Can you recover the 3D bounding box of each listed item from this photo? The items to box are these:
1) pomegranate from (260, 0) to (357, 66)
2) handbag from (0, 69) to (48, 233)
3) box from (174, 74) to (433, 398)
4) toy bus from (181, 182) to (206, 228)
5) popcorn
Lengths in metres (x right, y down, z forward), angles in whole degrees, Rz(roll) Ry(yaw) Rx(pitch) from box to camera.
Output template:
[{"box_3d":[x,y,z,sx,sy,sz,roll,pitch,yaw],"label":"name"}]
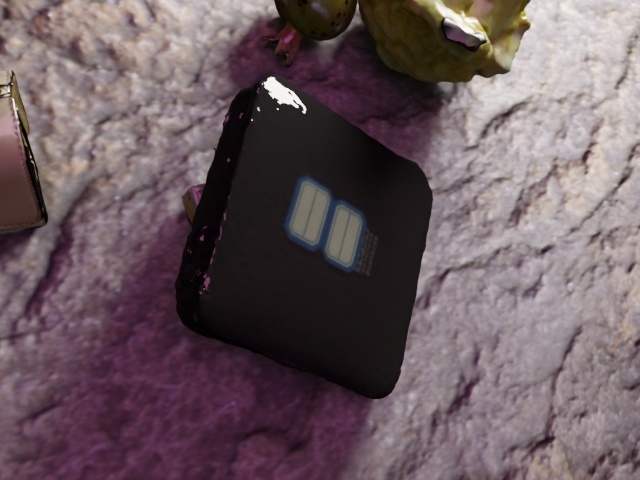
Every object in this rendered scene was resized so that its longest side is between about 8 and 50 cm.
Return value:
[{"box_3d":[-0.021,-0.350,1.008,0.129,0.159,0.129,37,32,-27],"label":"pomegranate"},{"box_3d":[-0.496,-0.073,0.707,0.358,0.237,0.160,-10,77,-20],"label":"handbag"},{"box_3d":[0.000,0.000,0.879,0.350,0.091,0.359,27,66,-33],"label":"box"},{"box_3d":[-0.136,0.008,0.887,0.057,0.072,0.172,-15,81,-25],"label":"toy bus"},{"box_3d":[0.196,-0.361,1.004,0.293,0.237,0.293,5,70,-13],"label":"popcorn"}]
